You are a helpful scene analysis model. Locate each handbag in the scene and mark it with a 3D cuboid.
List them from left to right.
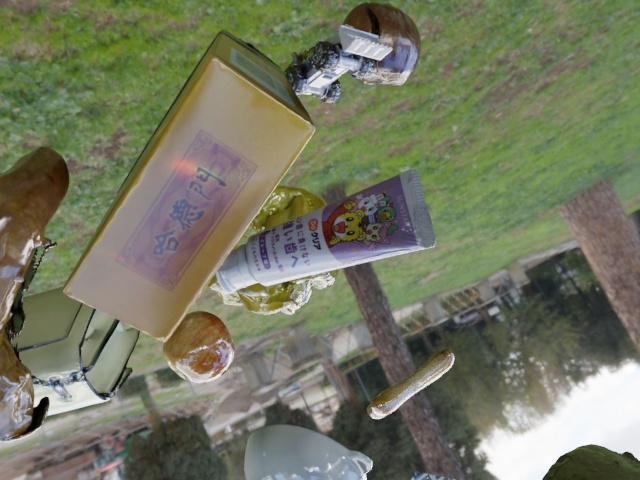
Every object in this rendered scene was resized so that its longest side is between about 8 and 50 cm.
[{"bbox_3d":[-0.519,0.214,1.055,0.359,0.160,0.236,-15,-156,6],"label":"handbag"}]

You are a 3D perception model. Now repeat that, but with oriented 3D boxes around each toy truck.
[{"bbox_3d":[0.021,-0.389,1.332,0.136,0.111,0.286,0,166,-38],"label":"toy truck"}]

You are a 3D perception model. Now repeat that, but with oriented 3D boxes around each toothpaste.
[{"bbox_3d":[0.000,0.000,0.829,0.300,0.113,0.073,-19,153,17],"label":"toothpaste"}]

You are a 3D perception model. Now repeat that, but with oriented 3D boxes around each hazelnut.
[{"bbox_3d":[0.152,-0.525,1.651,0.234,0.217,0.218,4,149,-41],"label":"hazelnut"}]

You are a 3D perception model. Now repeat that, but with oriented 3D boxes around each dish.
[{"bbox_3d":[-0.027,0.394,0.959,0.236,0.228,0.086,-47,-170,40],"label":"dish"}]

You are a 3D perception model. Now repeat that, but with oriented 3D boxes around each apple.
[{"bbox_3d":[-0.245,0.217,1.236,0.131,0.146,0.146,-38,173,-28],"label":"apple"}]

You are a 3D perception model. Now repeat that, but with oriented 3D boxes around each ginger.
[{"bbox_3d":[-0.332,0.051,0.624,0.133,0.308,0.107,5,-177,-35],"label":"ginger"}]

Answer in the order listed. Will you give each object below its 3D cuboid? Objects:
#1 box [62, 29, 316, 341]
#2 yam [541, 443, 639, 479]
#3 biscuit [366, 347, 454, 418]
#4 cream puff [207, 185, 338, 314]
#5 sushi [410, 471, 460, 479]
[{"bbox_3d":[-0.143,-0.099,0.723,0.264,0.116,0.415,-54,-161,15],"label":"box"},{"bbox_3d":[0.264,0.266,0.398,0.168,0.167,0.304,-24,-170,-11],"label":"yam"},{"bbox_3d":[0.192,0.310,1.318,0.208,0.047,0.164,-34,161,-10],"label":"biscuit"},{"bbox_3d":[-0.094,0.053,1.341,0.325,0.257,0.291,-33,143,5],"label":"cream puff"},{"bbox_3d":[0.248,0.655,1.501,0.232,0.047,0.219,24,98,-31],"label":"sushi"}]
